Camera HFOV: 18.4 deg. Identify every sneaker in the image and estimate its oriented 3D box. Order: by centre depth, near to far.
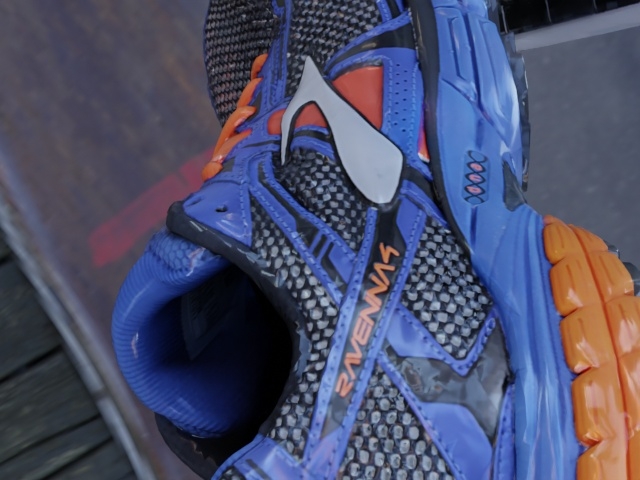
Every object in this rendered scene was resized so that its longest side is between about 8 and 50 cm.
[{"bbox_3d":[0.000,0.000,0.389,0.087,0.221,0.083,-5,121,-11],"label":"sneaker"}]

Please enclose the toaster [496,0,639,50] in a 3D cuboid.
[{"bbox_3d":[0.047,-0.134,0.504,0.129,0.227,0.146,9,81,-31],"label":"toaster"}]
